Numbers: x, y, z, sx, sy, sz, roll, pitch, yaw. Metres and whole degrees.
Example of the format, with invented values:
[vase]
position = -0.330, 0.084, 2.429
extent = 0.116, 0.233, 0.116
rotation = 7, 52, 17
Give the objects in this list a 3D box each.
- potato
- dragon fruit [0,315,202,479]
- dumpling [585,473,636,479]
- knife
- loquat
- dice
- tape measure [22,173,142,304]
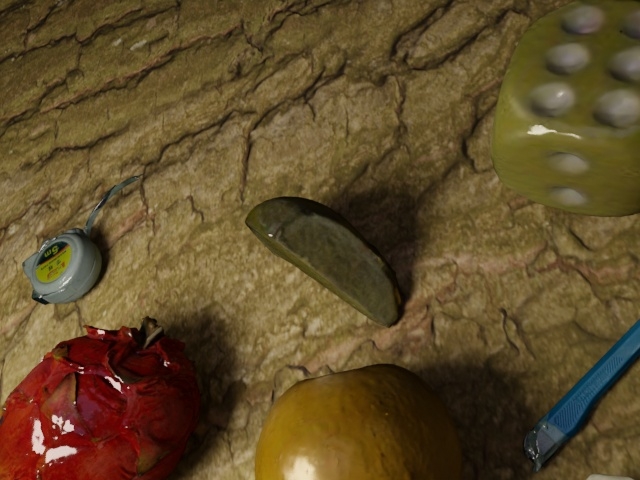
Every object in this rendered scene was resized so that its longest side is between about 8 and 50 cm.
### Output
[potato]
position = 0.000, 0.000, 0.872
extent = 0.270, 0.255, 0.112
rotation = 29, 81, 29
[dragon fruit]
position = -0.343, 0.279, 0.874
extent = 0.278, 0.277, 0.342
rotation = 31, 79, 29
[dumpling]
position = 0.401, 0.354, 0.614
extent = 0.126, 0.166, 0.215
rotation = -8, 58, -14
[knife]
position = 0.382, 0.199, 0.769
extent = 0.296, 0.026, 0.044
rotation = -43, 62, -5
[loquat]
position = 0.044, 0.298, 0.718
extent = 0.275, 0.275, 0.274
rotation = -8, 65, 18
[dice]
position = 0.395, -0.187, 0.816
extent = 0.227, 0.233, 0.238
rotation = 18, 74, 28
[tape measure]
position = -0.459, 0.004, 1.144
extent = 0.330, 0.084, 0.164
rotation = -36, 62, 4
